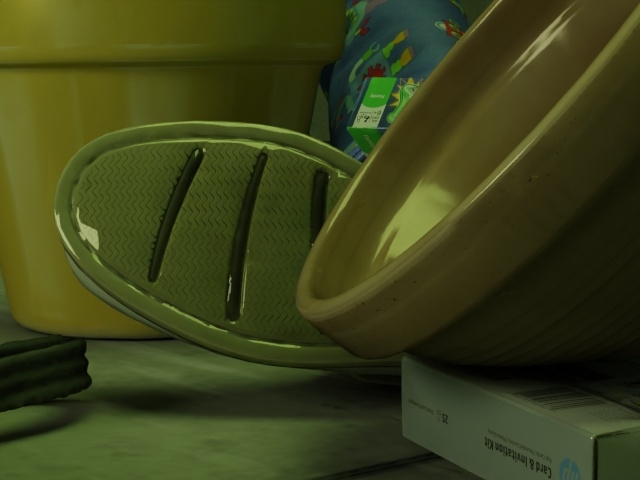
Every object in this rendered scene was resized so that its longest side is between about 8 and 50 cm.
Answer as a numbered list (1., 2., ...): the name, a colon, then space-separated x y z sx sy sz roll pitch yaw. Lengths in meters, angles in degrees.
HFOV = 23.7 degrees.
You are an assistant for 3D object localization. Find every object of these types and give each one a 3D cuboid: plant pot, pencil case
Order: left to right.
1. plant pot: -0.110 -0.070 0.928 0.254 0.239 0.254 0 7 0
2. pencil case: 0.057 -0.079 0.999 0.119 0.133 0.306 39 19 -21
3. plant pot: 0.106 -0.031 0.586 0.110 0.237 0.237 40 1 -9

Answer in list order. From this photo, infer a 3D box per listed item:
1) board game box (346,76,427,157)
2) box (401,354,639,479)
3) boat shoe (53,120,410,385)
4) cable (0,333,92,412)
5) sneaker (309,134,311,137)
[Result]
1. board game box: 0.116 -0.012 0.792 0.136 0.035 0.201 3 -31 33
2. box: 0.145 0.067 0.593 0.186 0.038 0.145 -4 8 -23
3. boat shoe: 0.024 0.022 0.729 0.302 0.113 0.103 12 -17 -1
4. cable: -0.165 0.078 0.571 0.139 0.072 0.287 -17 -6 2
5. sneaker: -0.085 -0.053 1.194 0.130 0.109 0.286 -24 10 21
